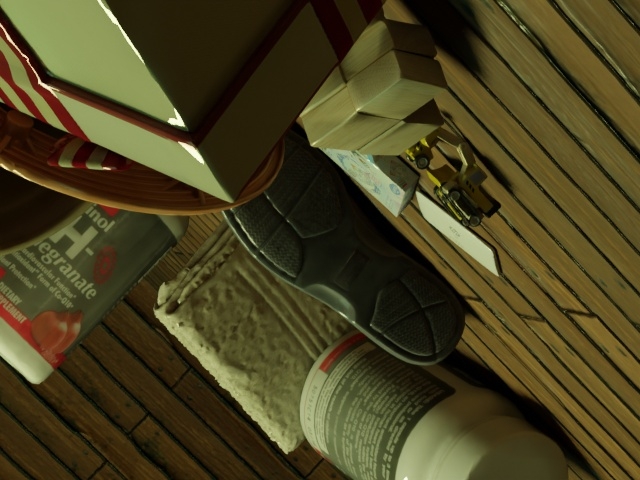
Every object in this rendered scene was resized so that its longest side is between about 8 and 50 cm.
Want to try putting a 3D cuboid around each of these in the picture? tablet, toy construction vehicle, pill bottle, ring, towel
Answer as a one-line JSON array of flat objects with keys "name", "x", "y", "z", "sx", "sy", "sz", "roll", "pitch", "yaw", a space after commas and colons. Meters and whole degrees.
[{"name": "tablet", "x": 0.110, "y": -0.005, "z": 1.492, "sx": 0.083, "sy": 0.006, "sz": 0.054, "roll": 39, "pitch": 169, "yaw": 23}, {"name": "toy construction vehicle", "x": 0.092, "y": -0.049, "z": 1.318, "sx": 0.098, "sy": 0.035, "sz": 0.086, "roll": 50, "pitch": 180, "yaw": -20}, {"name": "pill bottle", "x": -0.252, "y": -0.018, "z": 1.978, "sx": 0.176, "sy": 0.318, "sz": 0.176, "roll": 42, "pitch": 170, "yaw": 9}, {"name": "pill bottle", "x": 0.114, "y": 0.207, "z": 1.913, "sx": 0.161, "sy": 0.161, "sz": 0.283, "roll": 50, "pitch": 169, "yaw": -34}, {"name": "ring", "x": -0.181, "y": -0.134, "z": 1.486, "sx": 0.337, "sy": 0.032, "sz": 0.336, "roll": 20, "pitch": -150, "yaw": -12}, {"name": "towel", "x": -0.046, "y": 0.083, "z": 1.966, "sx": 0.049, "sy": 0.187, "sz": 0.282, "roll": 27, "pitch": 161, "yaw": 46}]

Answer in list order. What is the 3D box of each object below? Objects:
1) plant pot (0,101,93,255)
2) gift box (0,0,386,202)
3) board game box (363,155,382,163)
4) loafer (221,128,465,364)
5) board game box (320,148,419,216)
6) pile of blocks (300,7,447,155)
[{"name": "plant pot", "x": -0.356, "y": -0.187, "z": 1.755, "sx": 0.280, "sy": 0.323, "sz": 0.323, "roll": 44, "pitch": 173, "yaw": 45}, {"name": "gift box", "x": -0.096, "y": -0.199, "z": 0.808, "sx": 0.276, "sy": 0.255, "sz": 0.258, "roll": 29, "pitch": 161, "yaw": 37}, {"name": "board game box", "x": -0.001, "y": -0.126, "z": 1.369, "sx": 0.103, "sy": 0.026, "sz": 0.154, "roll": 40, "pitch": 170, "yaw": 22}, {"name": "loafer", "x": 0.000, "y": 0.000, "z": 1.686, "sx": 0.302, "sy": 0.109, "sz": 0.095, "roll": 43, "pitch": 175, "yaw": -14}, {"name": "board game box", "x": 0.037, "y": -0.064, "z": 1.497, "sx": 0.090, "sy": 0.020, "sz": 0.090, "roll": 43, "pitch": 170, "yaw": 6}, {"name": "pile of blocks", "x": -0.041, "y": -0.196, "z": 1.091, "sx": 0.362, "sy": 0.149, "sz": 0.113, "roll": 38, "pitch": 130, "yaw": -23}]
